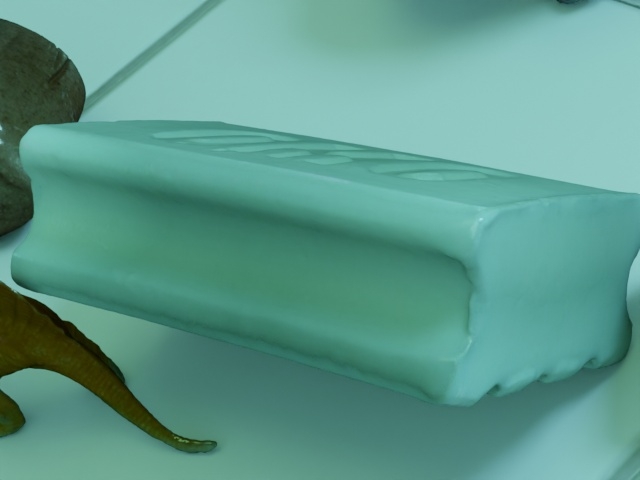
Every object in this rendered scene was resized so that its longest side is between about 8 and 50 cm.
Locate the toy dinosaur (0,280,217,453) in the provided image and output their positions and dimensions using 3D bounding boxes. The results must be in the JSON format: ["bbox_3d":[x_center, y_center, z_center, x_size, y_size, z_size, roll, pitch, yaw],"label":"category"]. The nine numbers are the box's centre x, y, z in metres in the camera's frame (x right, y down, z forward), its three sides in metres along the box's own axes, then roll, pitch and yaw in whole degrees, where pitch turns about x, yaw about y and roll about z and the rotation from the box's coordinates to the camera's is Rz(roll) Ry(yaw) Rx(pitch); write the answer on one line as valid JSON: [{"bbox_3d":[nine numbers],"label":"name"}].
[{"bbox_3d":[-0.159,0.042,0.816,0.212,0.142,0.057,1,49,25],"label":"toy dinosaur"}]

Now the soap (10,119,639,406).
[{"bbox_3d":[0.000,0.000,0.764,0.265,0.088,0.160,13,12,37],"label":"soap"}]

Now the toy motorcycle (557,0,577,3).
[{"bbox_3d":[0.137,-0.294,1.006,0.241,0.182,0.319,1,57,-1],"label":"toy motorcycle"}]

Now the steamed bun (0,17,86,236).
[{"bbox_3d":[-0.241,-0.075,1.009,0.175,0.106,0.145,-7,44,24],"label":"steamed bun"}]
